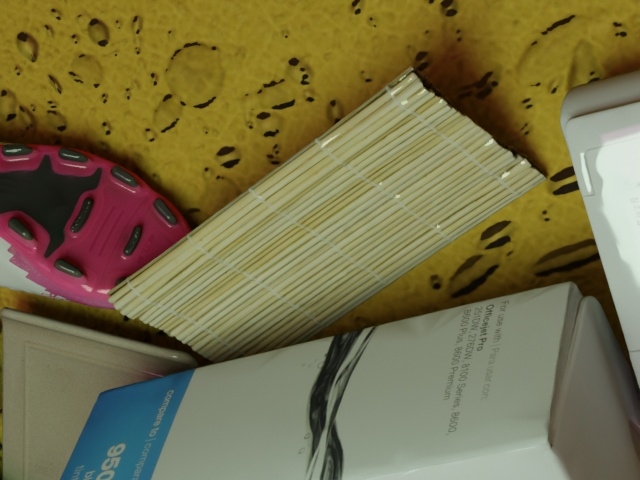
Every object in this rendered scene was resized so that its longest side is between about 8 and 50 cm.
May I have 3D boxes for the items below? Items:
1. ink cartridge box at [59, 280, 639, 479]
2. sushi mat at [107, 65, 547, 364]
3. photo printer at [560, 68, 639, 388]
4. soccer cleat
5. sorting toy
[{"bbox_3d":[0.047,0.220,1.178,0.394,0.166,0.285,-15,122,26],"label":"ink cartridge box"},{"bbox_3d":[0.000,0.000,1.205,0.316,0.019,0.151,-35,132,29],"label":"sushi mat"},{"bbox_3d":[0.333,-0.013,1.050,0.307,0.107,0.256,-14,102,26],"label":"photo printer"},{"bbox_3d":[-0.254,-0.019,1.320,0.331,0.116,0.143,18,159,1],"label":"soccer cleat"},{"bbox_3d":[-0.177,0.153,1.369,0.347,0.047,0.196,13,117,20],"label":"sorting toy"}]
